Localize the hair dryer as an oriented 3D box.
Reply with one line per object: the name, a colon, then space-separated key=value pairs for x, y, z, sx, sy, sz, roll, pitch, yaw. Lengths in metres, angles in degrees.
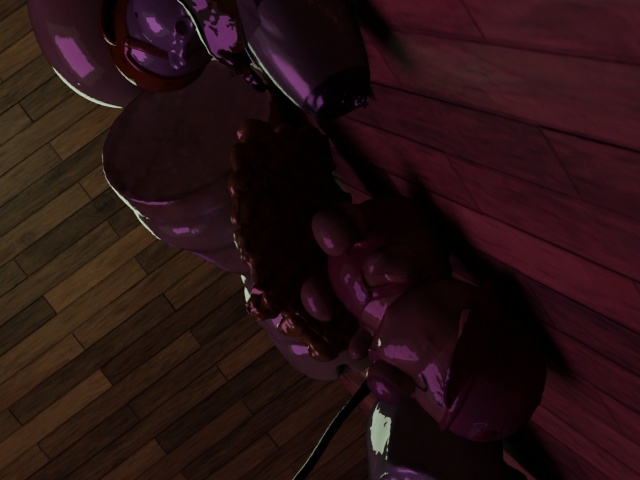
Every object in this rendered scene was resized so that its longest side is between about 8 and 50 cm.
hair dryer: x=-0.026 y=-0.198 z=1.100 sx=0.219 sy=0.088 sz=0.225 roll=60 pitch=-172 yaw=-3

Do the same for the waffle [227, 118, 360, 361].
waffle: x=-0.002 y=0.001 z=1.456 sx=0.291 sy=0.051 sz=0.291 roll=34 pitch=-138 yaw=-37

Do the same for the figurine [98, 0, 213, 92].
figurine: x=-0.156 y=-0.244 z=1.515 sx=0.271 sy=0.143 sz=0.143 roll=-10 pitch=120 yaw=55

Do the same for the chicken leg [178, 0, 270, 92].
chicken leg: x=-0.167 y=-0.310 z=1.204 sx=0.429 sy=0.152 sz=0.201 roll=47 pitch=-172 yaw=-16

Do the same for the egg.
egg: x=-0.268 y=-0.286 z=1.723 sx=0.254 sy=0.188 sz=0.188 roll=61 pitch=174 yaw=3

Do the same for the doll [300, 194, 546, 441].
doll: x=0.095 y=0.076 z=1.266 sx=0.256 sy=0.152 sz=0.196 roll=46 pitch=-175 yaw=20

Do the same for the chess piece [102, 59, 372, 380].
chess piece: x=-0.064 y=-0.002 z=1.738 sx=0.234 sy=0.234 sz=0.442 roll=46 pitch=174 yaw=47

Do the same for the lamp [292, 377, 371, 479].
lamp: x=0.050 y=0.226 z=1.616 sx=0.108 sy=0.371 sz=0.130 roll=29 pitch=165 yaw=14

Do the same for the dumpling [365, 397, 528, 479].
dumpling: x=0.153 y=0.303 z=1.769 sx=0.270 sy=0.212 sz=0.321 roll=46 pitch=-151 yaw=-17
